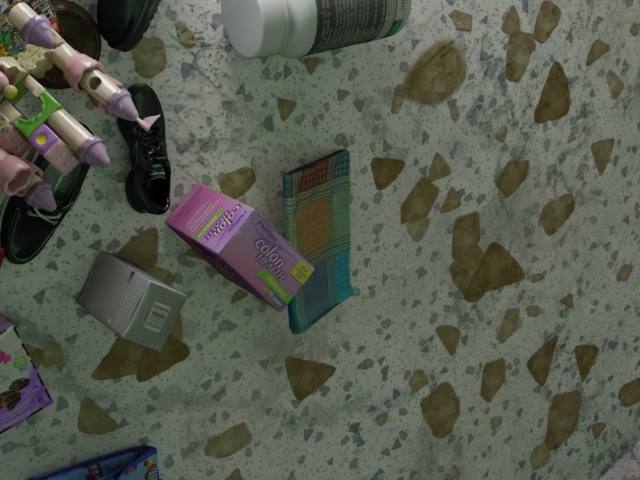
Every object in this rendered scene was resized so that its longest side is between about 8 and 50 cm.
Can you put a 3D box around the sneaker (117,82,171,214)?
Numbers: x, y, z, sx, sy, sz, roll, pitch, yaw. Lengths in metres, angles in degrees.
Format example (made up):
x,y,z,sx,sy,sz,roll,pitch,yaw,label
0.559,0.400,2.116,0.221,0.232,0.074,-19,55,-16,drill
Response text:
x,y,z,sx,sy,sz,roll,pitch,yaw,label
-0.335,-0.178,1.999,0.101,0.106,0.268,-14,111,-30,sneaker

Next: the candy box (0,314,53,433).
x,y,z,sx,sy,sz,roll,pitch,yaw,label
-0.640,0.271,1.950,0.164,0.070,0.196,-31,120,-23,candy box

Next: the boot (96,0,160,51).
x,y,z,sx,sy,sz,roll,pitch,yaw,label
-0.474,-0.574,1.744,0.445,0.146,0.367,17,89,-40,boot

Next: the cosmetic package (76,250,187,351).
x,y,z,sx,sy,sz,roll,pitch,yaw,label
-0.376,0.116,1.983,0.107,0.238,0.127,27,86,-40,cosmetic package

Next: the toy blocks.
x,y,z,sx,sy,sz,roll,pitch,yaw,label
-0.464,-0.197,1.705,0.288,0.260,0.309,-46,166,-4,toy blocks

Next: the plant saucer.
x,y,z,sx,sy,sz,roll,pitch,yaw,label
-0.485,-0.366,1.880,0.168,0.029,0.169,-11,110,-32,plant saucer

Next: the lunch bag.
x,y,z,sx,sy,sz,roll,pitch,yaw,label
-0.459,0.579,2.163,0.293,0.138,0.221,-18,114,-43,lunch bag

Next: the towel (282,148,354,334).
x,y,z,sx,sy,sz,roll,pitch,yaw,label
0.000,0.000,2.267,0.271,0.040,0.370,-30,124,-55,towel

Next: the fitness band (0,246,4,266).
x,y,z,sx,sy,sz,roll,pitch,yaw,label
-0.650,0.130,1.790,0.054,0.209,0.291,26,52,-8,fitness band

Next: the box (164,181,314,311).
x,y,z,sx,sy,sz,roll,pitch,yaw,label
-0.170,0.011,2.089,0.117,0.243,0.213,-52,127,-11,box

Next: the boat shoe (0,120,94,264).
x,y,z,sx,sy,sz,roll,pitch,yaw,label
-0.521,-0.088,1.904,0.114,0.091,0.303,19,93,-37,boat shoe

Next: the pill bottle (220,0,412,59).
x,y,z,sx,sy,sz,roll,pitch,yaw,label
-0.008,-0.490,2.065,0.361,0.204,0.204,-19,115,-30,pill bottle

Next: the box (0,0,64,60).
x,y,z,sx,sy,sz,roll,pitch,yaw,label
-0.565,-0.365,1.704,0.233,0.044,0.159,-42,140,-24,box
